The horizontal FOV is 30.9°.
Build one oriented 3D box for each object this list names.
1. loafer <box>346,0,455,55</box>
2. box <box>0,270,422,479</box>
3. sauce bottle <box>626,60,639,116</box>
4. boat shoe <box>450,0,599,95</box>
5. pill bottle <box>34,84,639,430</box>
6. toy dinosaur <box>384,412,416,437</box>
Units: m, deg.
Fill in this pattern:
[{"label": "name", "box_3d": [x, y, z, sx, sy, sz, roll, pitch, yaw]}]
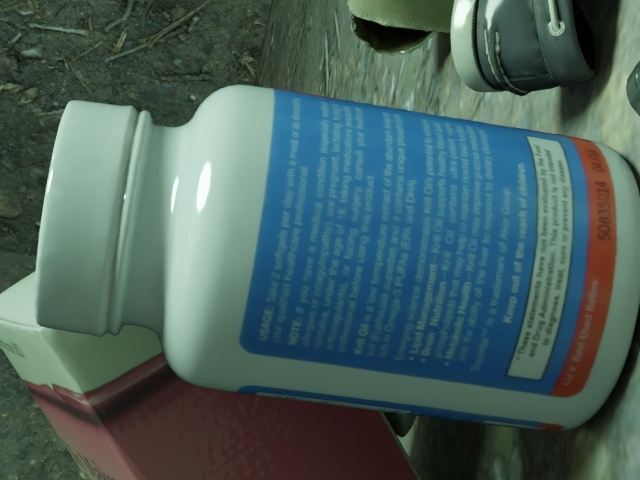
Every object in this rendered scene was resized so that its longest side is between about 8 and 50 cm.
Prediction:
[{"label": "loafer", "box_3d": [0.065, -0.177, 0.712, 0.268, 0.102, 0.092, 76, -159, -86]}, {"label": "box", "box_3d": [-0.054, 0.101, 0.610, 0.232, 0.127, 0.149, 61, 157, -14]}, {"label": "sauce bottle", "box_3d": [0.127, -0.075, 0.334, 0.128, 0.042, 0.042, 108, 168, -61]}, {"label": "boat shoe", "box_3d": [0.116, -0.165, 0.522, 0.065, 0.075, 0.206, 11, 86, 40]}, {"label": "pill bottle", "box_3d": [0.004, 0.004, 0.468, 0.124, 0.222, 0.124, -171, 90, -82]}, {"label": "toy dinosaur", "box_3d": [-0.009, 0.014, 0.718, 0.313, 0.121, 0.160, 42, 142, 37]}]
